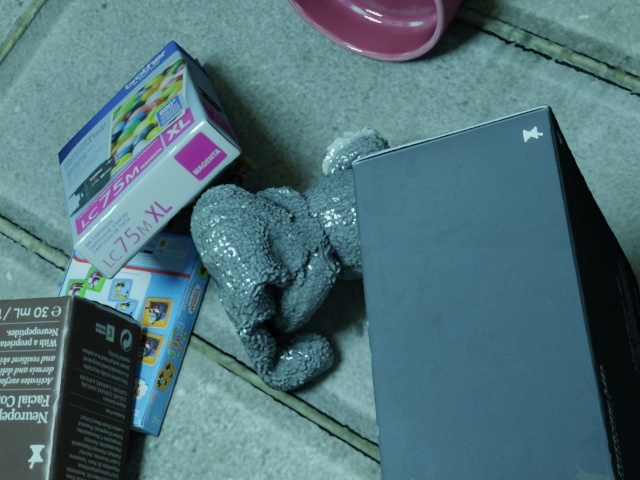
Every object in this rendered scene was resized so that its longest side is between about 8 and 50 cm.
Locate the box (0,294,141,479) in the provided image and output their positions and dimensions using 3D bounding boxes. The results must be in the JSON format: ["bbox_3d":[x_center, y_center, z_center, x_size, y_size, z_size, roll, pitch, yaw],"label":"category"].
[{"bbox_3d":[-0.307,0.252,1.699,0.191,0.143,0.382,-4,73,26],"label":"box"}]

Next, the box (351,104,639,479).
[{"bbox_3d":[0.172,0.123,1.431,0.178,0.312,0.343,-15,56,16],"label":"box"}]

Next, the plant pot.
[{"bbox_3d":[0.075,-0.319,1.797,0.201,0.201,0.180,12,56,30],"label":"plant pot"}]

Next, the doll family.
[{"bbox_3d":[-0.155,-0.058,1.834,0.111,0.076,0.193,-58,29,-11],"label":"doll family"}]

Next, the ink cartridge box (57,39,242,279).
[{"bbox_3d":[-0.186,-0.099,1.789,0.186,0.065,0.311,-43,23,8],"label":"ink cartridge box"}]

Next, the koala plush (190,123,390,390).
[{"bbox_3d":[0.000,0.000,1.682,0.221,0.203,0.196,-24,57,0],"label":"koala plush"}]

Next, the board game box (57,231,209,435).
[{"bbox_3d":[-0.213,0.090,1.818,0.160,0.039,0.212,7,69,29],"label":"board game box"}]
